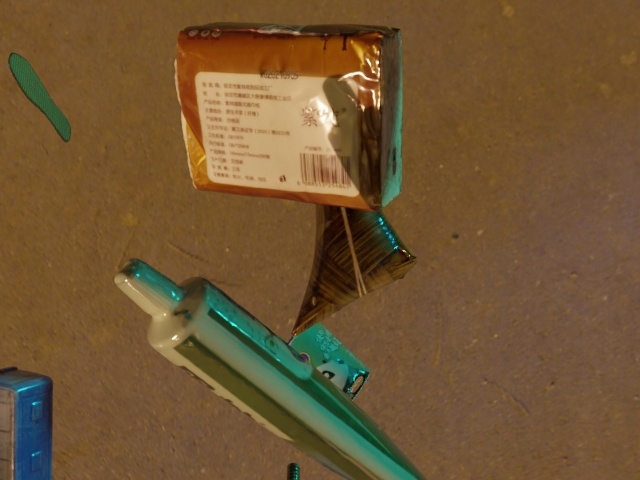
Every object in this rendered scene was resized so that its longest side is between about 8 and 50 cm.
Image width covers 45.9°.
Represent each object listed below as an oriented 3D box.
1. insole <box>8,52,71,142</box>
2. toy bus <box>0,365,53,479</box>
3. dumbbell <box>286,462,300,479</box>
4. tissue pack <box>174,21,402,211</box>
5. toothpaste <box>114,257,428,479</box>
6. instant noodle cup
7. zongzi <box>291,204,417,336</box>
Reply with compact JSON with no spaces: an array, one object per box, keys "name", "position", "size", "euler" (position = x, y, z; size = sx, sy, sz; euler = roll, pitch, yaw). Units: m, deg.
[{"name":"insole","position":[-0.584,-0.299,1.586],"size":[0.005,0.253,0.086],"euler":[-9,59,7]},{"name":"toy bus","position":[-0.368,0.273,0.888],"size":[0.094,0.079,0.236],"euler":[4,95,31]},{"name":"dumbbell","position":[-0.037,0.380,0.913],"size":[0.110,0.110,0.254],"euler":[6,38,-5]},{"name":"tissue pack","position":[-0.032,-0.131,0.785],"size":[0.226,0.183,0.092],"euler":[8,26,23]},{"name":"toothpaste","position":[-0.008,0.137,0.594],"size":[0.061,0.099,0.392],"euler":[-48,118,-3]},{"name":"instant noodle cup","position":[-0.018,0.313,1.689],"size":[0.190,0.251,0.251],"euler":[37,64,4]},{"name":"zongzi","position":[0.000,0.000,0.961],"size":[0.184,0.084,0.187],"euler":[-29,82,-9]}]
